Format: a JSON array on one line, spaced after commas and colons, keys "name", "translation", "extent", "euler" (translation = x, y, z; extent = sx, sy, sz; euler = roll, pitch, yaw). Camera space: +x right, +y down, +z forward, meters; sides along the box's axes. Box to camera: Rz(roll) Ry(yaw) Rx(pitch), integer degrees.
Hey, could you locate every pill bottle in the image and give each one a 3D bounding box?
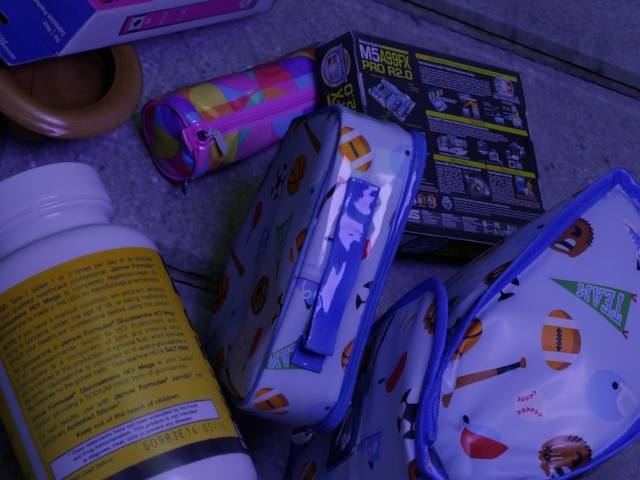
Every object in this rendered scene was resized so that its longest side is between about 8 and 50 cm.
[{"name": "pill bottle", "translation": [-0.201, 0.107, 1.563], "extent": [0.188, 0.188, 0.334], "euler": [-14, 70, -32]}]

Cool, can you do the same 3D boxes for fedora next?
[{"name": "fedora", "translation": [-0.270, -0.160, 1.748], "extent": [0.194, 0.079, 0.194], "euler": [17, 47, -19]}]

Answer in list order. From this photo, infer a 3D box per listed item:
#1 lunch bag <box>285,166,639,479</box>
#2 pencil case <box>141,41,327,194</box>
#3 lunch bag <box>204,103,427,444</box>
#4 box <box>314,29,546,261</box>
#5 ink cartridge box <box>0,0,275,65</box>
[{"name": "lunch bag", "translation": [0.145, 0.149, 1.624], "extent": [0.239, 0.328, 0.385], "euler": [48, 56, 2]}, {"name": "pencil case", "translation": [-0.071, -0.132, 1.821], "extent": [0.236, 0.104, 0.104], "euler": [-25, 76, -35]}, {"name": "lunch bag", "translation": [-0.006, 0.031, 1.598], "extent": [0.115, 0.243, 0.303], "euler": [18, 85, -16]}, {"name": "box", "translation": [0.123, -0.092, 1.853], "extent": [0.270, 0.060, 0.216], "euler": [7, 67, -44]}, {"name": "ink cartridge box", "translation": [-0.215, -0.284, 1.799], "extent": [0.371, 0.069, 0.176], "euler": [-21, 63, -44]}]
